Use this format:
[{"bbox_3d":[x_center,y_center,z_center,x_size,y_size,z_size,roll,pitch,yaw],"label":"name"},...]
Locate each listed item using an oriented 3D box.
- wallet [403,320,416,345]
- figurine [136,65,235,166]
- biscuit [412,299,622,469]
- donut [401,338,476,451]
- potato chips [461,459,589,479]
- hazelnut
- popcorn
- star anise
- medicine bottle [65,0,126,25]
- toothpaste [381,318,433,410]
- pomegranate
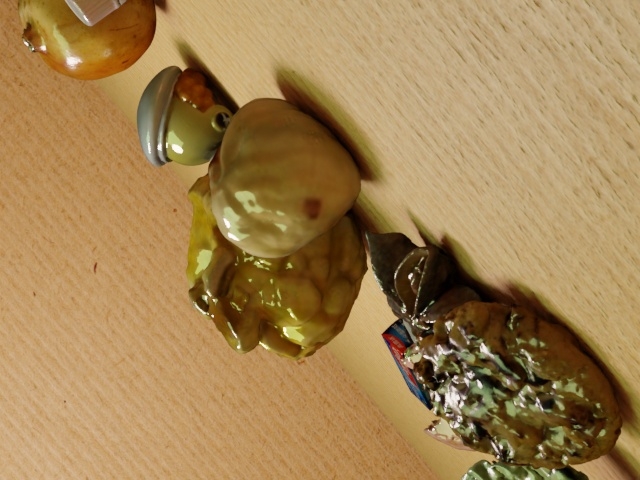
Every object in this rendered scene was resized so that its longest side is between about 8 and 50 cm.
[{"bbox_3d":[0.245,0.236,1.995,0.262,0.071,0.221,51,173,28],"label":"wallet"},{"bbox_3d":[-0.231,-0.185,2.083,0.382,0.205,0.224,44,164,12],"label":"figurine"},{"bbox_3d":[0.265,0.219,1.438,0.289,0.081,0.334,52,145,-9],"label":"biscuit"},{"bbox_3d":[0.260,0.268,1.799,0.199,0.085,0.233,0,114,38],"label":"donut"},{"bbox_3d":[0.409,0.509,1.692,0.389,0.097,0.373,39,129,-13],"label":"potato chips"},{"bbox_3d":[-0.052,-0.104,1.627,0.241,0.261,0.261,15,-165,-39],"label":"hazelnut"},{"bbox_3d":[-0.085,0.033,1.911,0.344,0.354,0.390,65,-157,-73],"label":"popcorn"},{"bbox_3d":[0.179,0.096,1.616,0.315,0.108,0.315,48,174,7],"label":"star anise"},{"bbox_3d":[-0.268,-0.387,1.412,0.083,0.203,0.083,46,171,9],"label":"medicine bottle"},{"bbox_3d":[0.220,0.288,2.310,0.076,0.066,0.320,42,169,35],"label":"toothpaste"},{"bbox_3d":[-0.448,-0.433,1.900,0.264,0.264,0.264,47,170,10],"label":"pomegranate"}]
